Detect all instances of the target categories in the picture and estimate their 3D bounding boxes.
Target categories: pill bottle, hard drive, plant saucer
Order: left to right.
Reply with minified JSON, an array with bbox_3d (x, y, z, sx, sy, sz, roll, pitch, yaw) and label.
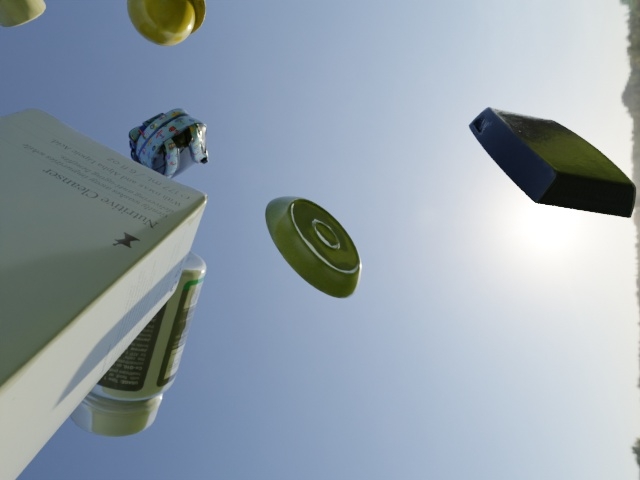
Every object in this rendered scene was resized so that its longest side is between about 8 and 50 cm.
[{"bbox_3d":[-0.377,0.190,0.912,0.204,0.204,0.361,8,-77,-52],"label":"pill bottle"},{"bbox_3d":[0.000,0.000,0.857,0.241,0.037,0.241,36,-151,-24],"label":"plant saucer"},{"bbox_3d":[0.349,-0.132,0.695,0.254,0.172,0.054,-98,19,-52],"label":"hard drive"}]

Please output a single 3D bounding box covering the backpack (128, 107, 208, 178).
[{"bbox_3d":[-0.320,-0.208,0.948,0.158,0.173,0.117,-39,-92,-23],"label":"backpack"}]

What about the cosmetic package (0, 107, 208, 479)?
[{"bbox_3d":[-0.277,0.050,0.349,0.156,0.217,0.385,-62,4,30],"label":"cosmetic package"}]

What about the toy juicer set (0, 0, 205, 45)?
[{"bbox_3d":[-0.159,-0.241,0.305,0.329,0.090,0.209,-45,-36,-47],"label":"toy juicer set"}]
